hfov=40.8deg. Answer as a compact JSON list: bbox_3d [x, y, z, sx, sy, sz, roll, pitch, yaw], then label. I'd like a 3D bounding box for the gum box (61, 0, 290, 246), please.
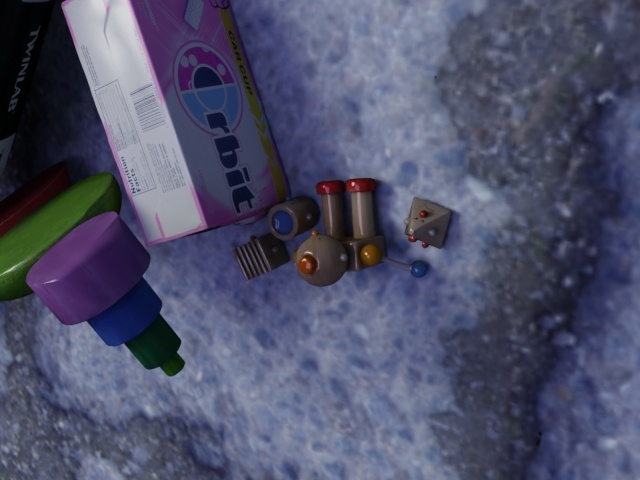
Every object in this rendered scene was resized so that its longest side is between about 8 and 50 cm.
[{"bbox_3d":[-0.097,-0.092,0.618,0.062,0.107,0.188,-15,96,34],"label":"gum box"}]

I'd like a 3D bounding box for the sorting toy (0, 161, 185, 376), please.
[{"bbox_3d":[-0.182,0.031,0.655,0.126,0.127,0.365,56,162,-23],"label":"sorting toy"}]

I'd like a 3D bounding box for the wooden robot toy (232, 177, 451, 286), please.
[{"bbox_3d":[0.000,0.000,0.603,0.173,0.079,0.076,-4,102,32],"label":"wooden robot toy"}]

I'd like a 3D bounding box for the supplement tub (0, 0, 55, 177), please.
[{"bbox_3d":[-0.315,-0.162,0.636,0.207,0.207,0.338,31,111,21],"label":"supplement tub"}]
